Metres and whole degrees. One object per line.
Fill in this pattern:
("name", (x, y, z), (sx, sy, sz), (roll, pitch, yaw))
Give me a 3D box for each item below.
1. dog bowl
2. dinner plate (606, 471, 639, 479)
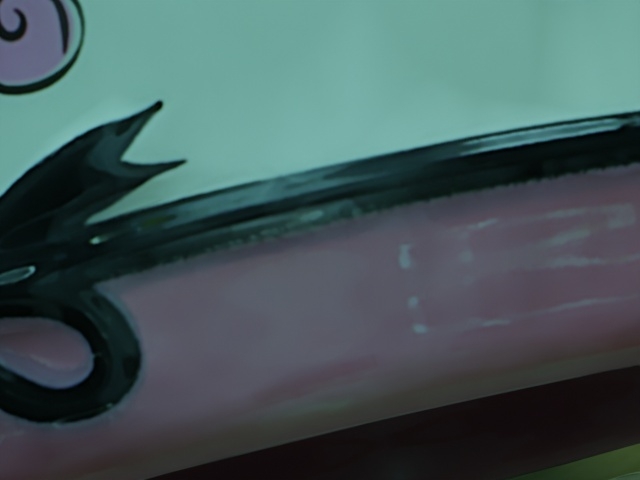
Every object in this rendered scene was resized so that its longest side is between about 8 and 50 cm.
("dog bowl", (0.000, 0.000, 0.514), (0.408, 0.408, 0.150), (-8, 76, -25))
("dinner plate", (0.157, 0.128, 0.657), (0.141, 0.017, 0.141), (5, 32, -3))
